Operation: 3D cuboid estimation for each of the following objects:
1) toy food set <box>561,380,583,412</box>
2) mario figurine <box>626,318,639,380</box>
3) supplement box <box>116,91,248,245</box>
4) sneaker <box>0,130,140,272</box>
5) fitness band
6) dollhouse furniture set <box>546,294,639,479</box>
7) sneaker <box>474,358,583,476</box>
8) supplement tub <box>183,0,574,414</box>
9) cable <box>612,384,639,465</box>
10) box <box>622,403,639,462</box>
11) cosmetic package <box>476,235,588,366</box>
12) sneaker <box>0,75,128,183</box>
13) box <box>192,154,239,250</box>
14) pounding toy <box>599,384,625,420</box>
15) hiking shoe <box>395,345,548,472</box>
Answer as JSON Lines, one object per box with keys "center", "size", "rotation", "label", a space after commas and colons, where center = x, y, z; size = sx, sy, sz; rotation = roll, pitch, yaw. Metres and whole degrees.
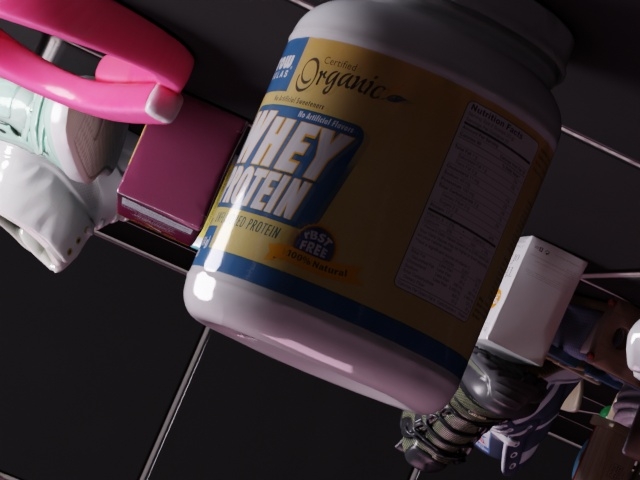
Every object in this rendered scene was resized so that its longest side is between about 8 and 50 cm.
{"center": [0.157, 0.133, 2.262], "size": [0.306, 0.092, 0.219], "rotation": [30, 171, -41], "label": "toy food set"}
{"center": [0.306, 0.111, 1.184], "size": [0.198, 0.170, 0.320], "rotation": [57, 171, 12], "label": "mario figurine"}
{"center": [-0.125, -0.062, 1.608], "size": [0.080, 0.104, 0.188], "rotation": [24, 173, -4], "label": "supplement box"}
{"center": [-0.239, -0.038, 1.934], "size": [0.108, 0.169, 0.292], "rotation": [14, 170, 47], "label": "sneaker"}
{"center": [-0.216, -0.156, 1.395], "size": [0.209, 0.054, 0.291], "rotation": [27, 172, -27], "label": "fitness band"}
{"center": [0.241, 0.148, 1.683], "size": [0.129, 0.184, 0.129], "rotation": [27, 173, -32], "label": "dollhouse furniture set"}
{"center": [0.172, 0.164, 1.866], "size": [0.099, 0.153, 0.282], "rotation": [43, -158, 29], "label": "sneaker"}
{"center": [0.032, -0.029, 0.897], "size": [0.144, 0.200, 0.144], "rotation": [22, 173, 3], "label": "supplement tub"}
{"center": [0.430, 0.220, 1.916], "size": [0.257, 0.089, 0.257], "rotation": [26, 167, 30], "label": "cable"}
{"center": [0.456, 0.188, 1.476], "size": [0.191, 0.143, 0.381], "rotation": [28, 174, -36], "label": "box"}
{"center": [0.151, 0.052, 1.606], "size": [0.060, 0.099, 0.239], "rotation": [24, 173, -11], "label": "cosmetic package"}
{"center": [-0.270, -0.115, 1.700], "size": [0.151, 0.094, 0.256], "rotation": [17, 176, 0], "label": "sneaker"}
{"center": [0.000, 0.000, 1.703], "size": [0.244, 0.100, 0.060], "rotation": [19, 174, 34], "label": "box"}
{"center": [0.389, 0.212, 2.177], "size": [0.141, 0.100, 0.130], "rotation": [24, -172, 13], "label": "pounding toy"}
{"center": [0.125, 0.153, 1.570], "size": [0.086, 0.114, 0.227], "rotation": [25, 173, -8], "label": "hiking shoe"}
